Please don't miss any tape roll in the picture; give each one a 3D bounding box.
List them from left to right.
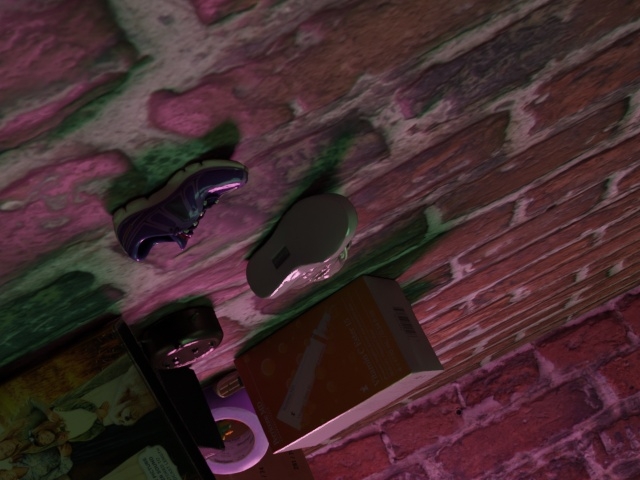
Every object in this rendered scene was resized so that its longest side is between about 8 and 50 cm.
[{"bbox_3d":[-0.208,0.418,1.744,0.189,0.080,0.188,-3,118,-6],"label":"tape roll"}]

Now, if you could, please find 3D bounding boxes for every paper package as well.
[{"bbox_3d":[-0.180,0.649,2.136,0.168,0.324,0.310,-40,155,32],"label":"paper package"}]

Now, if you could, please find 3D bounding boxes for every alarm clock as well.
[{"bbox_3d":[-0.221,0.169,1.308,0.129,0.064,0.192,-27,163,0],"label":"alarm clock"}]

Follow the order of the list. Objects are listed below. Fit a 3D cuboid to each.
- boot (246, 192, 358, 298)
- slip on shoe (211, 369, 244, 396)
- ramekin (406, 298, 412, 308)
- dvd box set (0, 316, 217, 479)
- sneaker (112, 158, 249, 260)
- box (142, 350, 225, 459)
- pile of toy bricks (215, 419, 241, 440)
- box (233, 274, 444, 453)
[{"bbox_3d":[0.000,0.000,1.142,0.123,0.095,0.258,-17,167,-41],"label":"boot"},{"bbox_3d":[-0.172,0.298,1.710,0.135,0.051,0.041,-24,-159,-31],"label":"slip on shoe"},{"bbox_3d":[0.111,0.258,1.815,0.277,0.135,0.277,-24,159,-9],"label":"ramekin"},{"bbox_3d":[-0.405,0.343,1.166,0.421,0.307,0.062,-27,-174,3],"label":"dvd box set"},{"bbox_3d":[-0.149,-0.031,0.887,0.170,0.071,0.068,-31,159,10],"label":"sneaker"},{"bbox_3d":[-0.392,0.355,1.377,0.343,0.178,0.312,-27,159,2],"label":"box"},{"bbox_3d":[-0.259,0.436,1.841,0.212,0.105,0.118,-26,160,-1],"label":"pile of toy bricks"},{"bbox_3d":[0.033,0.251,1.590,0.345,0.215,0.168,-35,158,21],"label":"box"}]
